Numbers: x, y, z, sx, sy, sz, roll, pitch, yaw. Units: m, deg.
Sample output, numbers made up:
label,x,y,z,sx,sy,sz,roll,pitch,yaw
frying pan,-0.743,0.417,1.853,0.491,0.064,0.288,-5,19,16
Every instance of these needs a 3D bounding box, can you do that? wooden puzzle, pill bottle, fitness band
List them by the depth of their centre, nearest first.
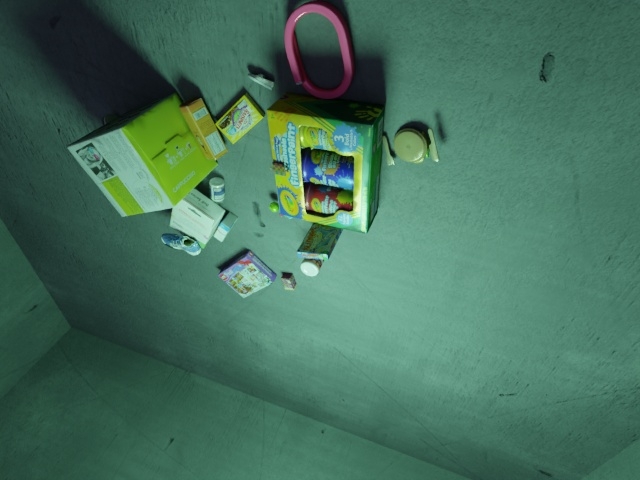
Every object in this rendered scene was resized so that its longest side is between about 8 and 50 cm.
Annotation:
label,x,y,z,sx,sy,sz,roll,pitch,yaw
fitness band,-0.002,-0.590,1.273,0.208,0.054,0.291,2,131,24
wooden puzzle,-0.148,-0.257,1.453,0.083,0.006,0.050,17,135,20
pill bottle,-0.026,0.081,1.819,0.085,0.152,0.086,13,134,14
pill bottle,-0.465,-0.219,1.821,0.066,0.067,0.120,20,135,8

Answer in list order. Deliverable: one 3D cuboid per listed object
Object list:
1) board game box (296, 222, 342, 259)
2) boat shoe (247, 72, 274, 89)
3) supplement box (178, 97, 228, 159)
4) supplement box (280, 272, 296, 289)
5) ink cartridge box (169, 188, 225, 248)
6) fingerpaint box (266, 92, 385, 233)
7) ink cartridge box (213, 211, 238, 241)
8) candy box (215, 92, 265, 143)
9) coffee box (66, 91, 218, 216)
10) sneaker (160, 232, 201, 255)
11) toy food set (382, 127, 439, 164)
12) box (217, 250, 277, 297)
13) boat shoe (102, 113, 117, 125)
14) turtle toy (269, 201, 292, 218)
label,x,y,z,sx,sy,sz,roll,pitch,yaw
board game box,0.000,0.000,1.699,0.136,0.201,0.035,4,130,22
boat shoe,-0.206,-0.566,1.412,0.100,0.035,0.035,30,109,4
supplement box,-0.462,-0.439,1.603,0.078,0.080,0.234,19,139,44
supplement box,-0.163,0.212,2.081,0.054,0.043,0.083,4,132,23
ink cartridge box,-0.572,-0.117,1.872,0.207,0.119,0.353,36,150,-8
fingerpaint box,0.023,-0.270,1.465,0.370,0.163,0.445,14,134,17
ink cartridge box,-0.456,-0.064,1.940,0.052,0.089,0.122,34,135,-7
candy box,-0.311,-0.465,1.553,0.205,0.027,0.105,-26,117,40
coffee box,-0.692,-0.339,1.629,0.333,0.338,0.339,-6,126,29
sneaker,-0.678,0.001,1.962,0.210,0.080,0.081,17,144,6
toy food set,0.310,-0.324,1.381,0.191,0.038,0.133,3,126,38
box,-0.394,0.186,2.159,0.201,0.057,0.293,45,133,-18
boat shoe,-0.879,-0.403,1.824,0.095,0.112,0.335,-10,128,27
turtle toy,-0.157,-0.139,1.745,0.130,0.066,0.095,17,134,11
